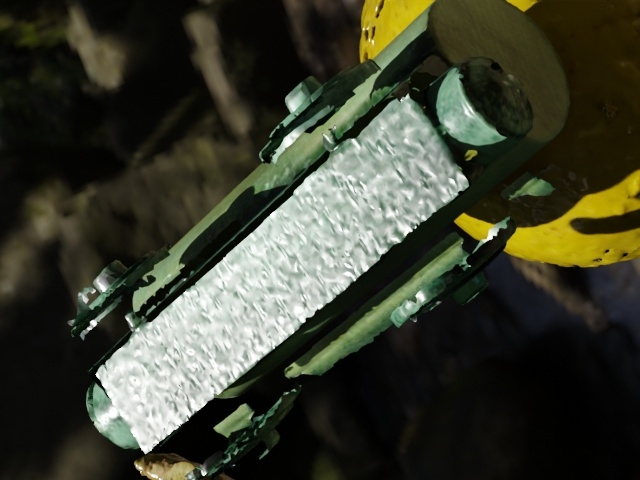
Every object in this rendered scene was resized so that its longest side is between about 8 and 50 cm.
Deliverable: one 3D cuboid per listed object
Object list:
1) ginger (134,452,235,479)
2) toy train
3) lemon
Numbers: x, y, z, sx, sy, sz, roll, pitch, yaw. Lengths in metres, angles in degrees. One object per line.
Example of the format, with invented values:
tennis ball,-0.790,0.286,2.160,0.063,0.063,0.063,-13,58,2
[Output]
ginger,-0.061,0.132,0.953,0.097,0.048,0.030,22,110,24
toy train,0.006,0.006,0.905,0.307,0.189,0.126,-42,83,36
lemon,0.162,-0.122,1.071,0.293,0.293,0.293,51,155,35
